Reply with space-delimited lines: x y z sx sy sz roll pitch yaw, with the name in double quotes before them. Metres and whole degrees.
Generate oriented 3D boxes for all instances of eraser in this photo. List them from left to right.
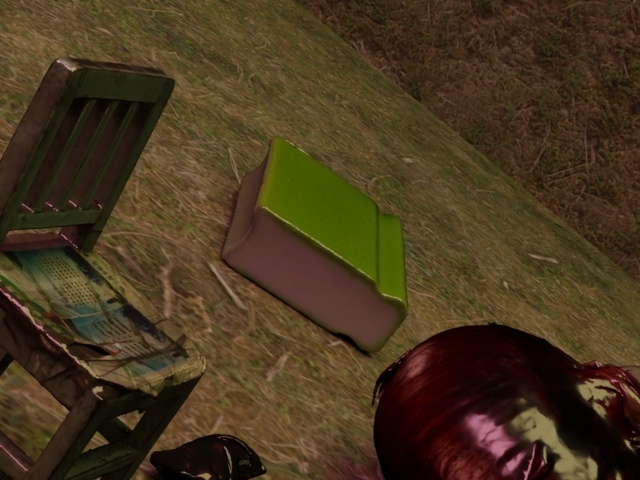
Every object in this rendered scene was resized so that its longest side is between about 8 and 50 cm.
"eraser" 0.000 0.000 1.663 0.210 0.092 0.274 34 17 -8

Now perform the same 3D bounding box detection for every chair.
"chair" -0.144 0.042 0.886 0.147 0.270 0.136 39 15 15

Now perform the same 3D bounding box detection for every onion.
"onion" 0.189 0.189 1.231 0.314 0.232 0.314 34 17 -12

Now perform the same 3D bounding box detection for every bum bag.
"bum bag" -0.081 0.167 1.092 0.058 0.034 0.124 26 12 17
